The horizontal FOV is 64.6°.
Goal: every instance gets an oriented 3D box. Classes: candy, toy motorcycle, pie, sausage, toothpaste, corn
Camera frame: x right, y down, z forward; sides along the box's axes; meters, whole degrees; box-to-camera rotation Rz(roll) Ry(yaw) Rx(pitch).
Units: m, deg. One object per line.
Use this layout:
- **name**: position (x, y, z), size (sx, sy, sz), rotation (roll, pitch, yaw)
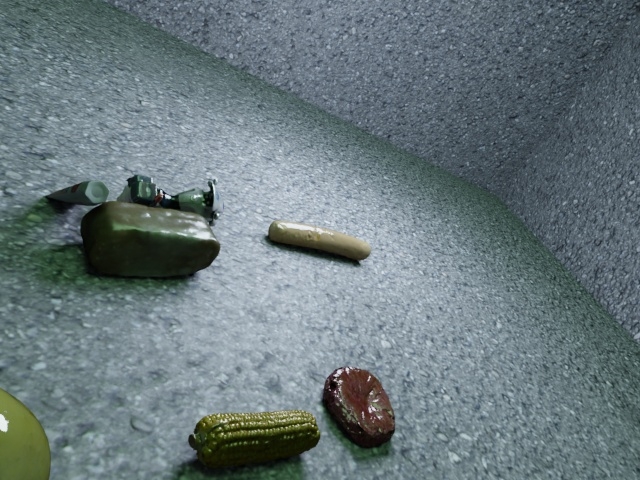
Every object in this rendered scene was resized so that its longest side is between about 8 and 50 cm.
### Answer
- **candy**: position (-0.300, 0.000, 0.912), size (0.233, 0.102, 0.104), rotation (9, 34, -44)
- **toy motorcycle**: position (-0.289, -0.077, 1.029), size (0.221, 0.150, 0.102), rotation (8, 68, -39)
- **pie**: position (0.072, 0.285, 0.884), size (0.153, 0.038, 0.154), rotation (26, 27, -15)
- **sausage**: position (0.001, -0.002, 1.307), size (0.301, 0.066, 0.066), rotation (12, 31, -35)
- **toothpaste**: position (-0.424, -0.080, 0.892), size (0.067, 0.043, 0.194), rotation (6, -3, -42)
- **corn**: position (-0.085, 0.270, 0.697), size (0.207, 0.068, 0.068), rotation (14, 30, -40)

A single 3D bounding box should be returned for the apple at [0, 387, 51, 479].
- **apple**: position (-0.327, 0.201, 0.412), size (0.199, 0.200, 0.200), rotation (26, 25, -13)
